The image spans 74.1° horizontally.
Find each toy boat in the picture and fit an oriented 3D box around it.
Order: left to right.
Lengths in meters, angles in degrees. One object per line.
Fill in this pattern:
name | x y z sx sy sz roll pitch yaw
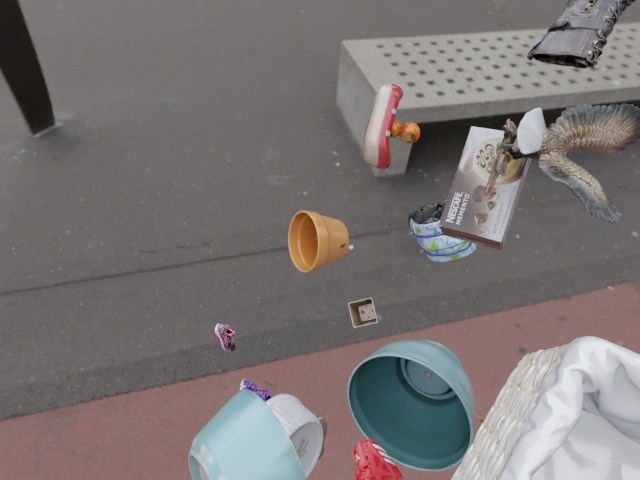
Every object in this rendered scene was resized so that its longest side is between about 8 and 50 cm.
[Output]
toy boat | 0.208 -0.314 1.204 0.151 0.230 0.151 15 5 0

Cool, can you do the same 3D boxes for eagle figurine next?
eagle figurine | 0.559 -0.193 0.959 0.299 0.226 0.225 18 46 22

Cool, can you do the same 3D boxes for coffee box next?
coffee box | 0.456 -0.142 1.164 0.168 0.119 0.297 18 87 26

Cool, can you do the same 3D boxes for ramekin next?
ramekin | -0.106 0.604 1.246 0.127 0.272 0.273 14 45 39

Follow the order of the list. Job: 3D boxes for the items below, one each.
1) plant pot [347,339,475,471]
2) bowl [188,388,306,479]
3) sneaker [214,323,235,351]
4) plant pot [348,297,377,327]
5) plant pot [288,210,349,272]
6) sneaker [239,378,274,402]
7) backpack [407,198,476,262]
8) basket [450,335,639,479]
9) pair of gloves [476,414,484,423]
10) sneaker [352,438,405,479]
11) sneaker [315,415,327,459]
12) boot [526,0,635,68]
plant pot | 0.238 0.360 1.024 0.293 0.293 0.196 30 30 21
bowl | -0.181 0.515 0.946 0.163 0.311 0.311 -20 52 -36
sneaker | -0.313 0.333 1.452 0.057 0.119 0.047 -14 27 16
plant pot | 0.196 0.317 1.870 0.109 0.096 0.109 -16 78 15
plant pot | 0.000 0.000 2.031 0.204 0.290 0.290 -4 46 -31
sneaker | -0.223 0.540 1.512 0.071 0.170 0.068 -18 46 26
backpack | 0.517 -0.051 1.766 0.290 0.355 0.273 -12 85 10
basket | 0.305 0.314 0.419 0.328 0.266 0.331 29 84 17
pair of gloves | 0.677 0.756 1.758 0.074 0.010 0.083 38 5 -20
sneaker | 0.075 0.459 0.795 0.221 0.087 0.128 15 32 -54
sneaker | -0.048 0.691 1.521 0.118 0.221 0.083 28 37 34
boot | 0.575 -0.443 0.831 0.091 0.228 0.263 24 2 -39
